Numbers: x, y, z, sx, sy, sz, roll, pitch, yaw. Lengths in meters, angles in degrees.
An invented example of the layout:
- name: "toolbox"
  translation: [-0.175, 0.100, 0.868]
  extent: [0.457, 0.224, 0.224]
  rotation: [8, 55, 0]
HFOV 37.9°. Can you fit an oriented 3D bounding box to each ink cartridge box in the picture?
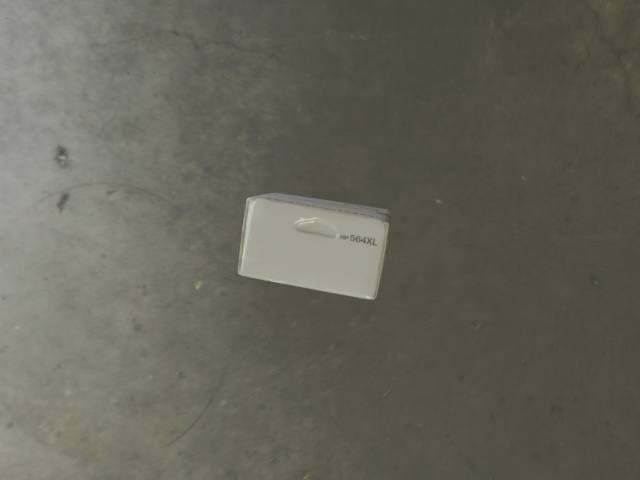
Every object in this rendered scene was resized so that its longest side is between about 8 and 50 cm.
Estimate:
- name: "ink cartridge box"
  translation: [0.000, 0.000, 1.028]
  extent: [0.148, 0.203, 0.086]
  rotation: [10, 96, 5]
